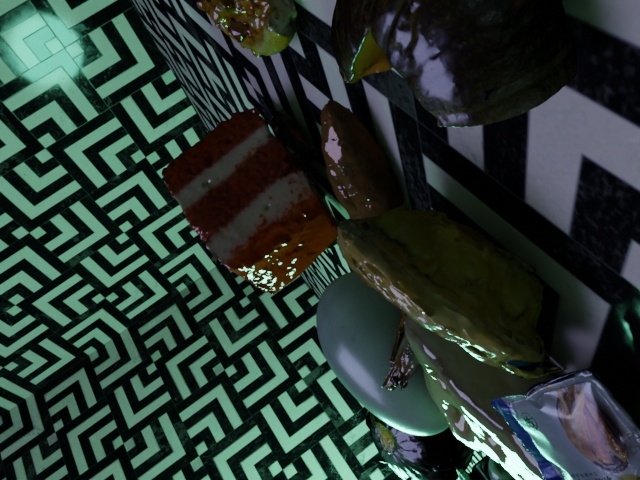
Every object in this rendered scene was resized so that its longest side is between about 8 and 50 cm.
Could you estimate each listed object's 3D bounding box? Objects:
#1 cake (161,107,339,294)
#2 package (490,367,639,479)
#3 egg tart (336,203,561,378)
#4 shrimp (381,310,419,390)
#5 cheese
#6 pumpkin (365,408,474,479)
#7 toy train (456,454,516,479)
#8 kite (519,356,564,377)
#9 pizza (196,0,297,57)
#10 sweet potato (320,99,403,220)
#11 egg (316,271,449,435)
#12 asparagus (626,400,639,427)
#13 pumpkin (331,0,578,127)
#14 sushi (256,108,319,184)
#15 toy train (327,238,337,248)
[{"bbox_3d":[-0.137,-0.078,1.275,0.320,0.270,0.269,53,-177,23],"label":"cake"},{"bbox_3d":[0.289,0.231,0.621,0.171,0.027,0.173,53,145,9],"label":"package"},{"bbox_3d":[0.155,0.036,0.624,0.290,0.107,0.291,30,-167,-8],"label":"egg tart"},{"bbox_3d":[0.163,0.172,1.017,0.051,0.217,0.115,17,-172,-11],"label":"shrimp"},{"bbox_3d":[0.280,0.269,0.863,0.328,0.129,0.351,47,169,42],"label":"cheese"},{"bbox_3d":[0.277,0.463,1.437,0.296,0.295,0.296,53,172,11],"label":"pumpkin"},{"bbox_3d":[0.393,0.535,1.129,0.238,0.166,0.299,54,174,41],"label":"toy train"},{"bbox_3d":[0.203,0.112,0.707,0.244,0.006,0.198,25,-165,-10],"label":"kite"},{"bbox_3d":[-0.140,-0.380,0.827,0.335,0.086,0.226,49,171,45],"label":"pizza"},{"bbox_3d":[0.059,-0.091,0.818,0.097,0.097,0.252,46,169,48],"label":"sweet potato"},{"bbox_3d":[0.137,0.228,1.163,0.371,0.229,0.230,53,172,17],"label":"egg"},{"bbox_3d":[0.329,0.184,0.596,0.036,0.030,0.165,29,164,11],"label":"asparagus"},{"bbox_3d":[0.074,-0.158,0.375,0.183,0.119,0.108,37,163,49],"label":"pumpkin"},{"bbox_3d":[-0.049,-0.203,1.129,0.193,0.043,0.279,50,-175,-8],"label":"sushi"},{"bbox_3d":[0.000,0.000,1.600,0.038,0.070,0.148,59,172,-16],"label":"toy train"}]
